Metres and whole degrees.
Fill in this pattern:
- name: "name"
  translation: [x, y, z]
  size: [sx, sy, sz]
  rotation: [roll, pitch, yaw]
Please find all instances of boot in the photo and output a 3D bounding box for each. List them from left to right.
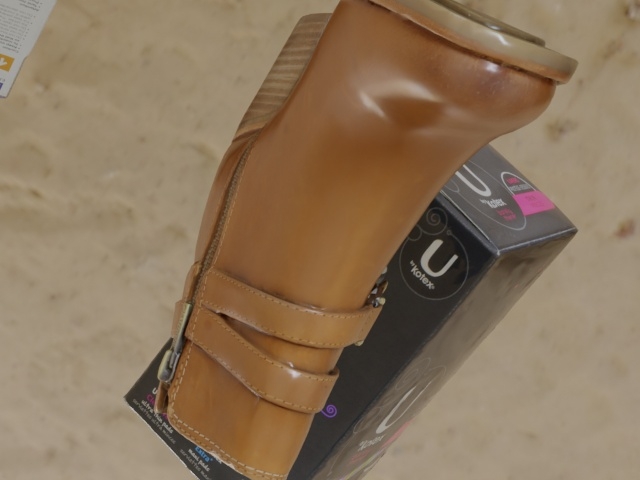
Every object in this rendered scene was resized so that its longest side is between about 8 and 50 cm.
- name: "boot"
  translation: [0.000, 0.000, 0.744]
  size: [0.109, 0.220, 0.283]
  rotation: [24, 174, -21]

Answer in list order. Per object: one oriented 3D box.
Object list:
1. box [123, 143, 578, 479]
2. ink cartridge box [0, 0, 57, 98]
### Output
- name: "box"
  translation: [0.021, 0.051, 1.139]
  size: [0.143, 0.165, 0.270]
  rotation: [44, 113, 15]
- name: "ink cartridge box"
  translation: [-0.404, -0.304, 1.609]
  size: [0.324, 0.071, 0.330]
  rotation: [18, 142, -19]
